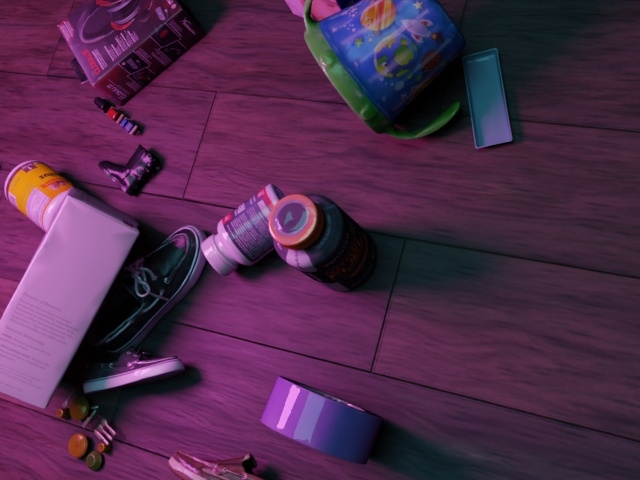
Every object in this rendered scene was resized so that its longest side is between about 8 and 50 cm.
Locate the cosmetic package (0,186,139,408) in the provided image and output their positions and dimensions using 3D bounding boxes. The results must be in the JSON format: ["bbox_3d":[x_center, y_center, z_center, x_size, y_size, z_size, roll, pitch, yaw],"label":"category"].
[{"bbox_3d":[-0.507,0.101,1.499,0.385,0.156,0.217,-64,18,-1],"label":"cosmetic package"}]

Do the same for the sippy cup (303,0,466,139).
[{"bbox_3d":[0.126,-0.348,1.380,0.224,0.305,0.240,-37,49,16],"label":"sippy cup"}]

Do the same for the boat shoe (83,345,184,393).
[{"bbox_3d":[-0.369,0.243,1.505,0.228,0.080,0.076,-17,76,26],"label":"boat shoe"}]

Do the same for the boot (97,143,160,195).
[{"bbox_3d":[-0.413,-0.164,1.671,0.121,0.045,0.099,40,94,21],"label":"boot"}]

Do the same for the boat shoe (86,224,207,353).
[{"bbox_3d":[-0.348,0.089,1.528,0.306,0.105,0.113,-47,62,4],"label":"boat shoe"}]

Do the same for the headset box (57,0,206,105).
[{"bbox_3d":[-0.438,-0.465,1.740,0.293,0.110,0.218,-37,64,8],"label":"headset box"}]

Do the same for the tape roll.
[{"bbox_3d":[0.002,0.293,1.268,0.189,0.189,0.080,19,82,27],"label":"tape roll"}]

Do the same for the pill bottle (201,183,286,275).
[{"bbox_3d":[-0.133,-0.015,1.468,0.180,0.108,0.108,-36,63,8],"label":"pill bottle"}]

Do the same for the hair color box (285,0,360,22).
[{"bbox_3d":[-0.022,-0.535,1.457,0.185,0.339,0.110,31,86,28],"label":"hair color box"}]

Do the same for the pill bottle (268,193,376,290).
[{"bbox_3d":[0.000,0.000,1.330,0.130,0.246,0.130,-7,71,21],"label":"pill bottle"}]

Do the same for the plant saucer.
[{"bbox_3d":[0.305,-0.259,1.413,0.067,0.018,0.192,-11,69,19],"label":"plant saucer"}]

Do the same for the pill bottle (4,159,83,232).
[{"bbox_3d":[-0.577,-0.080,1.672,0.215,0.117,0.117,33,88,27],"label":"pill bottle"}]

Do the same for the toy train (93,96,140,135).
[{"bbox_3d":[-0.458,-0.280,1.731,0.158,0.036,0.027,37,90,28],"label":"toy train"}]

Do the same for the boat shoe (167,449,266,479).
[{"bbox_3d":[-0.145,0.419,1.355,0.257,0.095,0.095,22,69,21],"label":"boat shoe"}]

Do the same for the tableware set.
[{"bbox_3d":[-0.469,0.377,1.536,0.154,0.024,0.104,35,92,27],"label":"tableware set"}]
